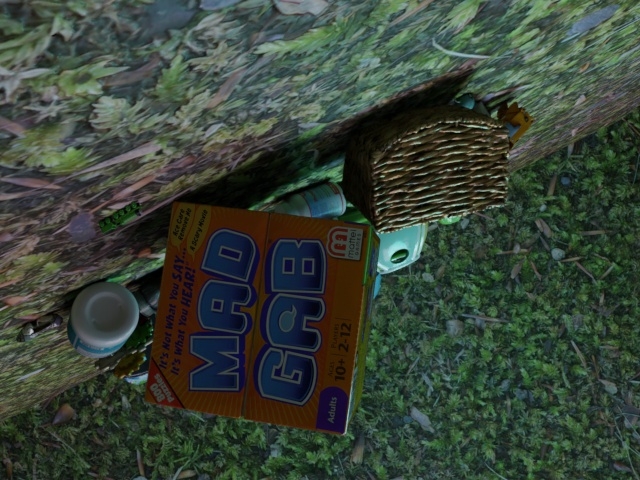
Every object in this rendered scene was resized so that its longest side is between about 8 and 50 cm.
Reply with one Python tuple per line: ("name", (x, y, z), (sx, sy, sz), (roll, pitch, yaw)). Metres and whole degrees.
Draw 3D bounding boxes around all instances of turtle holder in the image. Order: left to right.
("turtle holder", (0.192, -0.052, 1.789), (0.320, 0.228, 0.243), (-28, -169, -31))

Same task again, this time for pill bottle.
("pill bottle", (-0.520, 0.196, 1.559), (0.146, 0.146, 0.264), (-22, 173, -29))
("pill bottle", (-0.025, -0.078, 1.560), (0.160, 0.087, 0.087), (-22, 172, -30))

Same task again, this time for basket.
("basket", (0.200, -0.169, 1.333), (0.299, 0.214, 0.223), (-13, -155, -11))

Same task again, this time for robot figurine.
("robot figurine", (0.392, -0.220, 1.649), (0.291, 0.085, 0.211), (-43, -174, 10))

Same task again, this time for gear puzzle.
("gear puzzle", (-0.519, 0.252, 1.711), (0.175, 0.044, 0.339), (-31, -150, -4))

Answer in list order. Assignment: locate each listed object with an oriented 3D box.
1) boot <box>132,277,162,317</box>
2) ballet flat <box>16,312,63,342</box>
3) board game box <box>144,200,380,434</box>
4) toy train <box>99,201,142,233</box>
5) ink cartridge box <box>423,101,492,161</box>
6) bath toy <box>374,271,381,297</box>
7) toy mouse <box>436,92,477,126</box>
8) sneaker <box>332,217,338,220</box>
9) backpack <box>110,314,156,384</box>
("boot", (-0.367, 0.109, 1.739), (0.229, 0.091, 0.263), (-34, -179, -3))
("ballet flat", (-0.666, 0.201, 1.549), (0.114, 0.041, 0.041), (-25, 173, -9))
("board game box", (-0.085, 0.138, 1.290), (0.356, 0.357, 0.356), (7, 177, 9))
("toy train", (-0.322, -0.036, 1.066), (0.083, 0.024, 0.017), (-27, 173, 14))
("ink cartridge box", (0.273, -0.233, 1.595), (0.296, 0.066, 0.261), (-29, -162, 23))
("bath toy", (0.002, 0.065, 1.723), (0.151, 0.348, 0.129), (-27, 137, -27))
("toy mouse", (0.286, -0.279, 1.433), (0.161, 0.031, 0.143), (-25, 173, -4))
("sneaker", (0.000, 0.000, 1.615), (0.121, 0.111, 0.300), (-9, -148, -19))
("backpack", (-0.541, 0.310, 2.018), (0.290, 0.273, 0.355), (-41, -159, -26))
